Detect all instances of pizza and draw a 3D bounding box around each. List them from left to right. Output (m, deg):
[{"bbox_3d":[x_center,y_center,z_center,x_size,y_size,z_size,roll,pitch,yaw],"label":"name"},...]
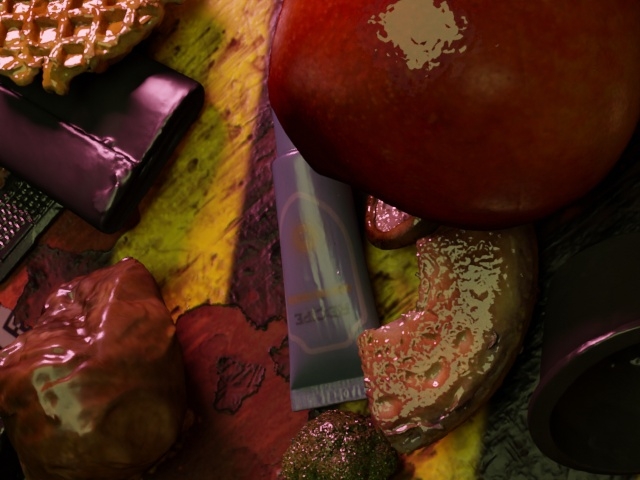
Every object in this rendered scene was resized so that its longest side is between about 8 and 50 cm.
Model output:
[{"bbox_3d":[0.147,0.093,1.499,0.161,0.085,0.305,28,87,23],"label":"pizza"}]

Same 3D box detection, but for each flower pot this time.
[{"bbox_3d":[0.323,0.098,1.349,0.269,0.269,0.166,-24,47,19],"label":"flower pot"}]

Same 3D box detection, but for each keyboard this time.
[{"bbox_3d":[-0.391,-0.055,1.831,0.262,0.016,0.106,-47,63,9],"label":"keyboard"}]

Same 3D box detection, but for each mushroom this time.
[{"bbox_3d":[0.103,-0.037,1.558,0.123,0.052,0.123,-30,34,23],"label":"mushroom"}]

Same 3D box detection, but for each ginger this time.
[{"bbox_3d":[-0.256,0.172,1.622,0.200,0.269,0.223,-17,110,40],"label":"ginger"}]

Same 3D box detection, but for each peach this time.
[{"bbox_3d":[0.133,-0.191,1.401,0.388,0.388,0.388,-6,76,25],"label":"peach"}]

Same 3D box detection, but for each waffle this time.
[{"bbox_3d":[-0.326,-0.334,1.793,0.325,0.068,0.302,-39,57,-12],"label":"waffle"}]

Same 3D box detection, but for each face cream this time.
[{"bbox_3d":[0.000,0.000,1.596,0.135,0.086,0.385,-13,78,23],"label":"face cream"}]

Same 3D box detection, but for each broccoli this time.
[{"bbox_3d":[0.023,0.247,1.516,0.131,0.130,0.120,2,119,16],"label":"broccoli"}]

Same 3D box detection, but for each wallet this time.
[{"bbox_3d":[-0.359,-0.189,1.802,0.406,0.062,0.228,29,80,29],"label":"wallet"}]

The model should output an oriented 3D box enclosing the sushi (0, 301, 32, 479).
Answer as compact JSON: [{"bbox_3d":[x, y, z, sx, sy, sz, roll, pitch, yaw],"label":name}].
[{"bbox_3d":[-0.489,0.218,1.771,0.373,0.100,0.296,34,94,28],"label":"sushi"}]
